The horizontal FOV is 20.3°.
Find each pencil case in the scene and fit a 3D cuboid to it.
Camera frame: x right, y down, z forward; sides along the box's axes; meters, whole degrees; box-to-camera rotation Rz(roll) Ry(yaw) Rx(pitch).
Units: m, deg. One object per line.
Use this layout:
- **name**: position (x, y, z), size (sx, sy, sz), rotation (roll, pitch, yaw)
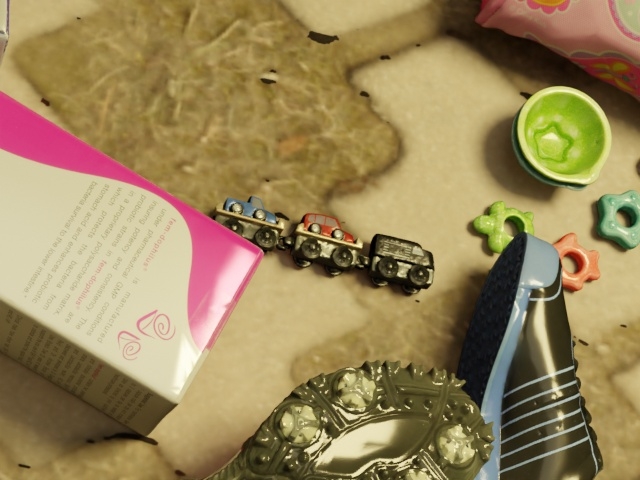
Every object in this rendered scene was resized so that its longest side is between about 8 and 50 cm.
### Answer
- **pencil case**: position (0.247, -0.143, 1.229), size (0.284, 0.124, 0.124), rotation (28, 68, -5)

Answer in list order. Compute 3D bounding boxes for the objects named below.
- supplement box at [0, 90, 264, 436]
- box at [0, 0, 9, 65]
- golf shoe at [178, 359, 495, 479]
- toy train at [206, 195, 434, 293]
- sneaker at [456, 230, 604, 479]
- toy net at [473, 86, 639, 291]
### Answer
- **supplement box**: position (-0.162, 0.009, 1.071), size (0.220, 0.114, 0.111), rotation (31, 67, -3)
- **box**: position (-0.230, -0.157, 1.087), size (0.072, 0.137, 0.126), rotation (3, 73, -16)
- **golf shoe**: position (-0.025, 0.158, 1.065), size (0.273, 0.120, 0.105), rotation (-25, 76, -23)
- **toy train**: position (0.000, 0.000, 1.165), size (0.158, 0.027, 0.036), rotation (14, 67, -12)
- **sneaker**: position (0.137, 0.114, 1.146), size (0.090, 0.081, 0.232), rotation (16, 77, -14)
- **toy net**: position (0.226, -0.012, 1.223), size (0.232, 0.045, 0.122), rotation (22, 69, -9)
